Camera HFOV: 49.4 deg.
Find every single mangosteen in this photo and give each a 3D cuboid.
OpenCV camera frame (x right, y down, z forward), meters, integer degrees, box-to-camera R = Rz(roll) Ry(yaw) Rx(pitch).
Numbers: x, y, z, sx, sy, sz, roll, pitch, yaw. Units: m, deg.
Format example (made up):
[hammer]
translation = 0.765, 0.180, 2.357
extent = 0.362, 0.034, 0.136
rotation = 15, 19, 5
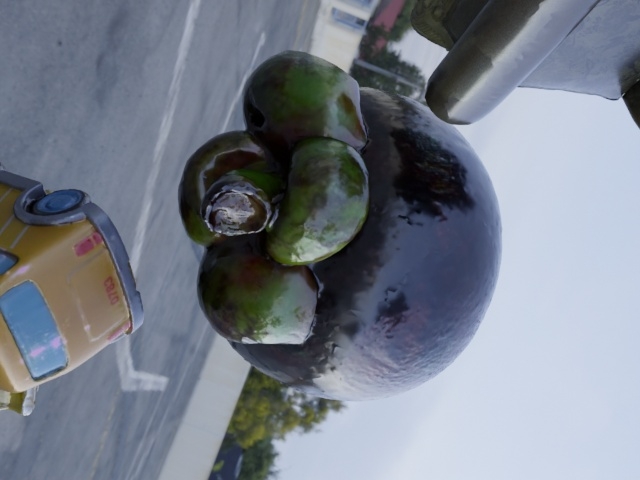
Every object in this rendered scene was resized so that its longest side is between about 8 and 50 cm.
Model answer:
[mangosteen]
translation = 0.017, 0.000, 0.632
extent = 0.311, 0.311, 0.311
rotation = -159, -90, -87

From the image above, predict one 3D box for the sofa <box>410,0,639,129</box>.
[sofa]
translation = 0.214, -0.140, 0.471
extent = 0.200, 0.258, 0.182
rotation = 134, -47, -56

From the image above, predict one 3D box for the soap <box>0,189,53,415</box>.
[soap]
translation = -0.327, 0.053, 0.740
extent = 0.140, 0.073, 0.232
rotation = 47, -53, 54

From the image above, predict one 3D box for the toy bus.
[toy bus]
translation = -0.254, 0.028, 0.538
extent = 0.136, 0.209, 0.126
rotation = -43, 139, -40
